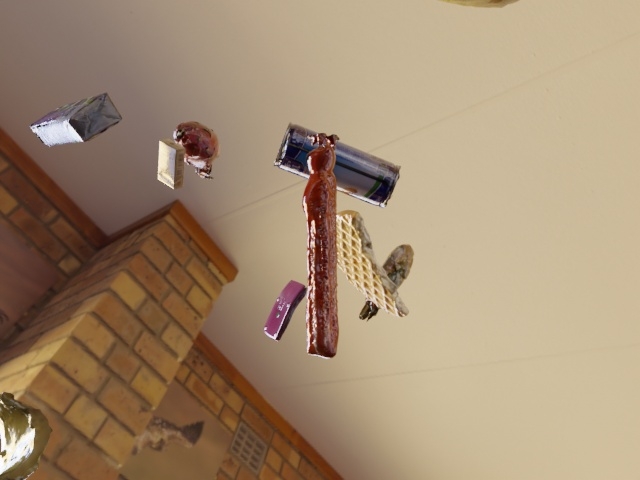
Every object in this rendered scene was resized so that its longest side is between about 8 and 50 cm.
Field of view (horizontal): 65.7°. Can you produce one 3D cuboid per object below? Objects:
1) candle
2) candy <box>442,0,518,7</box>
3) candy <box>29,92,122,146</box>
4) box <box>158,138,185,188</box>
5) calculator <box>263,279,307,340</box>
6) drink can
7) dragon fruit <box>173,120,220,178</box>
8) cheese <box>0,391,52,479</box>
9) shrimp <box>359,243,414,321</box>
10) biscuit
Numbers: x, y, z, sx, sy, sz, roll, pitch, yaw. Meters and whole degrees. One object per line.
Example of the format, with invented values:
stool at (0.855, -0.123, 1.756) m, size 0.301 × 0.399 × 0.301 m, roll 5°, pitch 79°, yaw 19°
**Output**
candle at (0.000, 0.000, 0.708) m, size 0.051 × 0.329 × 0.048 m, roll -9°, pitch -18°, yaw 29°
candy at (0.168, -0.358, 0.465) m, size 0.260 × 0.118 × 0.259 m, roll -17°, pitch -55°, yaw -26°
candy at (-0.473, -0.226, 0.950) m, size 0.312 × 0.088 × 0.061 m, roll 12°, pitch -39°, yaw 49°
box at (-0.286, -0.147, 0.951) m, size 0.053 × 0.024 × 0.083 m, roll 31°, pitch -54°, yaw 28°
calculator at (-0.114, 0.213, 1.534) m, size 0.034 × 0.190 × 0.127 m, roll 33°, pitch -10°, yaw -26°
drink can at (0.033, -0.147, 0.978) m, size 0.235 × 0.097 × 0.097 m, roll 20°, pitch -51°, yaw -7°
dragon fruit at (-0.263, -0.196, 1.104) m, size 0.094 × 0.094 × 0.190 m, roll 9°, pitch -21°, yaw 9°
cheese at (-0.191, 0.118, 0.295) m, size 0.041 × 0.084 × 0.060 m, roll 6°, pitch -45°, yaw -43°
shrimp at (0.194, 0.124, 1.469) m, size 0.061 × 0.267 × 0.145 m, roll 36°, pitch -1°, yaw 31°
biscuit at (0.097, 0.058, 1.239) m, size 0.205 × 0.040 × 0.309 m, roll 12°, pitch -45°, yaw 59°
